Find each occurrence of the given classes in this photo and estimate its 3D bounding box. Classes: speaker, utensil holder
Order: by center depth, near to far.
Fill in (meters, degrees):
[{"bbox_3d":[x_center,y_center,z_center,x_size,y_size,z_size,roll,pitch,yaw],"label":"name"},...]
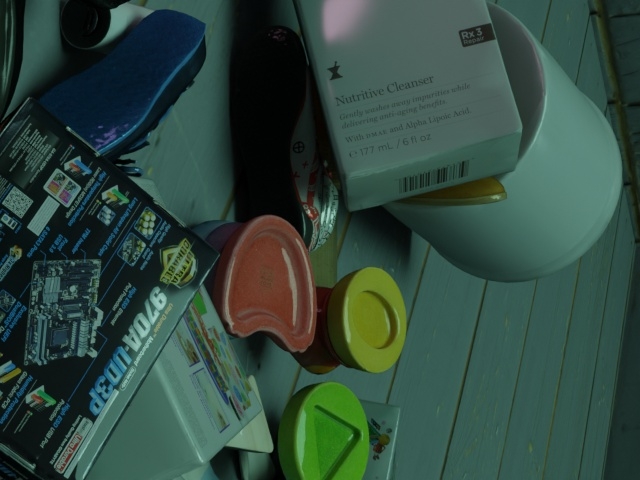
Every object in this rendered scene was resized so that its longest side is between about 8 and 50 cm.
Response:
[{"bbox_3d":[-0.191,-0.202,1.472,0.136,0.055,0.055,-2,89,-69],"label":"speaker"},{"bbox_3d":[0.226,-0.140,2.182,0.385,0.328,0.327,33,57,-63],"label":"utensil holder"}]

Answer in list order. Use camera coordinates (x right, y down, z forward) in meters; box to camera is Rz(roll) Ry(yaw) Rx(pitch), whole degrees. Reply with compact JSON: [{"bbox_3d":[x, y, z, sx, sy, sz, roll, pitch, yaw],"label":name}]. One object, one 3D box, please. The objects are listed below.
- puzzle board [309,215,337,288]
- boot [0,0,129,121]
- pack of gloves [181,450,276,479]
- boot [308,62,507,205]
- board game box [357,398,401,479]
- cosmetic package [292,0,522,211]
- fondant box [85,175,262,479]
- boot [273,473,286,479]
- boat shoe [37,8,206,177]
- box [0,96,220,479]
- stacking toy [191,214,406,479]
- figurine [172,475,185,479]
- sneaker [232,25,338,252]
[{"bbox_3d":[0.000,0.000,2.010,0.096,0.011,0.128,16,73,-67],"label":"puzzle board"},{"bbox_3d":[-0.242,-0.209,1.234,0.260,0.131,0.347,22,67,-67],"label":"boot"},{"bbox_3d":[-0.094,0.242,1.696,0.195,0.046,0.232,-69,149,-48],"label":"pack of gloves"},{"bbox_3d":[0.099,-0.156,1.895,0.104,0.295,0.211,-9,105,-57],"label":"boot"},{"bbox_3d":[0.026,0.367,1.834,0.224,0.098,0.303,88,13,-62],"label":"board game box"},{"bbox_3d":[0.083,-0.251,1.796,0.156,0.217,0.385,77,-3,-75],"label":"cosmetic package"},{"bbox_3d":[-0.157,0.069,1.253,0.238,0.096,0.330,64,6,2],"label":"fondant box"},{"bbox_3d":[-0.032,0.283,1.823,0.121,0.045,0.099,92,13,-50],"label":"boot"},{"bbox_3d":[-0.177,-0.108,1.393,0.258,0.109,0.089,-43,155,-38],"label":"boat shoe"},{"bbox_3d":[-0.188,0.039,1.019,0.175,0.051,0.220,40,54,-17],"label":"box"},{"bbox_3d":[-0.057,0.131,1.689,0.309,0.130,0.279,33,61,-44],"label":"stacking toy"},{"bbox_3d":[-0.122,0.347,1.511,0.209,0.092,0.214,59,34,-65],"label":"figurine"},{"bbox_3d":[-0.038,-0.112,1.823,0.145,0.090,0.270,-2,88,-75],"label":"sneaker"}]
